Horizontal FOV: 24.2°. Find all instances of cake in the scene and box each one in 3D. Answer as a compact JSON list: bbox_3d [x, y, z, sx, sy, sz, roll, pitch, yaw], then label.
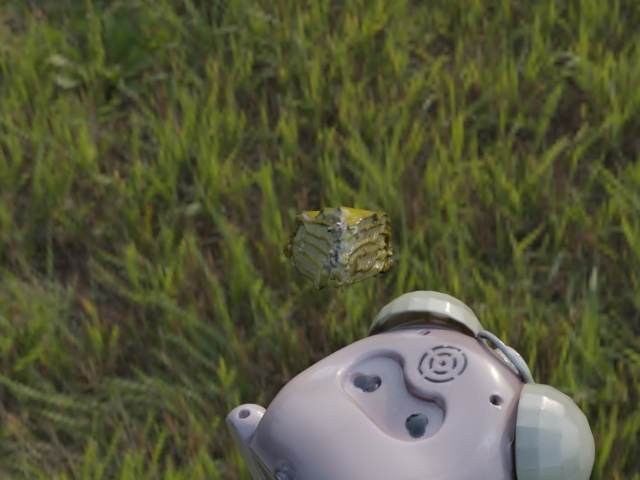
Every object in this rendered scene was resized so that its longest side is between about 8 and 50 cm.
[{"bbox_3d":[0.001,-0.004,1.328,0.116,0.080,0.185,14,12,19],"label":"cake"}]

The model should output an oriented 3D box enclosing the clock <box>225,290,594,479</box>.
[{"bbox_3d":[0.102,0.226,1.677,0.325,0.184,0.342,-30,48,-15],"label":"clock"}]
